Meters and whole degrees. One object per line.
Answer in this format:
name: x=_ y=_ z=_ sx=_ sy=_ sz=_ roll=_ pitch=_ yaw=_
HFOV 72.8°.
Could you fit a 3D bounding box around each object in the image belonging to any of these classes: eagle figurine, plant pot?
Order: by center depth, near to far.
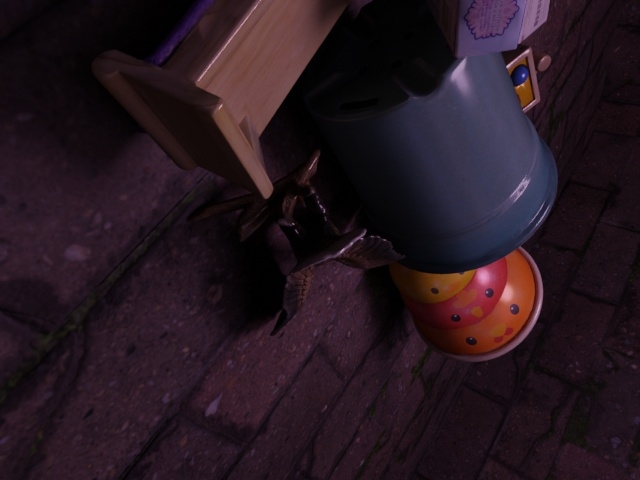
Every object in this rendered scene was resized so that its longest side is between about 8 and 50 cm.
eagle figurine: x=-0.005 y=0.016 z=0.658 sx=0.225 sy=0.226 sz=0.298 roll=-67 pitch=146 yaw=-36
plant pot: x=0.162 y=-0.174 z=0.682 sx=0.341 sy=0.341 sz=0.334 roll=-59 pitch=137 yaw=-13

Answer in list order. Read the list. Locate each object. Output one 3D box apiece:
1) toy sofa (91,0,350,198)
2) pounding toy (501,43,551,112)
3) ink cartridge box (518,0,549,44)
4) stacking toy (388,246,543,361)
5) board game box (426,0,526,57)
toy sofa: x=-0.051 y=-0.241 z=0.421 sx=0.362 sy=0.177 sz=0.150 roll=-58 pitch=164 yaw=-12
pounding toy: x=0.397 y=-0.308 z=0.881 sx=0.206 sy=0.094 sz=0.181 roll=-38 pitch=131 yaw=1
ink cartridge box: x=0.423 y=-0.558 z=0.980 sx=0.273 sy=0.115 sz=0.198 roll=-42 pitch=138 yaw=-33
stacking toy: x=0.269 y=0.061 z=1.014 sx=0.480 sy=0.350 sz=0.350 roll=33 pitch=81 yaw=-40
board game box: x=0.134 y=-0.399 z=0.407 sx=0.318 sy=0.066 sz=0.318 roll=78 pitch=7 yaw=-48
